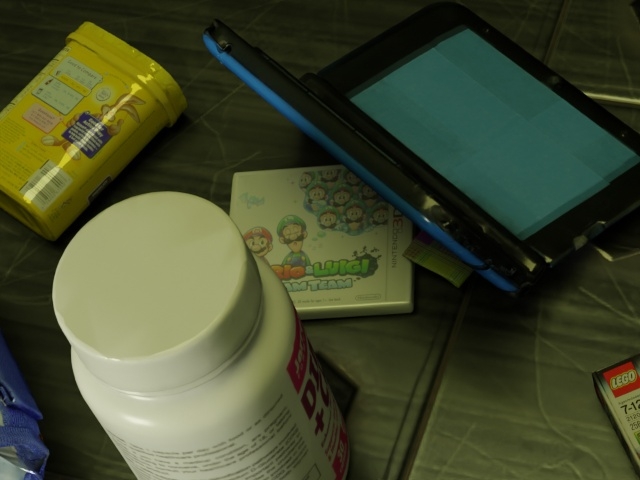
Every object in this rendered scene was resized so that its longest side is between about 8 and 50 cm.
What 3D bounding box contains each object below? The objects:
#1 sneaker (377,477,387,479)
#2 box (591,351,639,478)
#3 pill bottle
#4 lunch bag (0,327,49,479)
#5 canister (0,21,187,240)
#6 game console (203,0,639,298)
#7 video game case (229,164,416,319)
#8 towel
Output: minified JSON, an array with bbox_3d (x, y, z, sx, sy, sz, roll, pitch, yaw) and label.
[{"bbox_3d":[0.072,0.297,1.309,0.226,0.086,0.163,40,90,26],"label":"sneaker"},{"bbox_3d":[0.316,0.109,1.404,0.207,0.036,0.114,-23,54,-1],"label":"box"},{"bbox_3d":[-0.083,0.098,1.366,0.160,0.283,0.160,-7,56,10],"label":"pill bottle"},{"bbox_3d":[-0.415,0.148,1.457,0.385,0.239,0.328,-33,53,0],"label":"lunch bag"},{"bbox_3d":[-0.217,-0.094,1.662,0.126,0.073,0.170,32,71,31],"label":"canister"},{"bbox_3d":[0.095,-0.109,1.517,0.293,0.250,0.173,41,93,33],"label":"game console"},{"bbox_3d":[0.000,0.000,1.572,0.157,0.019,0.143,-4,56,11],"label":"video game case"},{"bbox_3d":[0.111,-0.001,1.538,0.060,0.009,0.083,27,55,24],"label":"towel"}]
